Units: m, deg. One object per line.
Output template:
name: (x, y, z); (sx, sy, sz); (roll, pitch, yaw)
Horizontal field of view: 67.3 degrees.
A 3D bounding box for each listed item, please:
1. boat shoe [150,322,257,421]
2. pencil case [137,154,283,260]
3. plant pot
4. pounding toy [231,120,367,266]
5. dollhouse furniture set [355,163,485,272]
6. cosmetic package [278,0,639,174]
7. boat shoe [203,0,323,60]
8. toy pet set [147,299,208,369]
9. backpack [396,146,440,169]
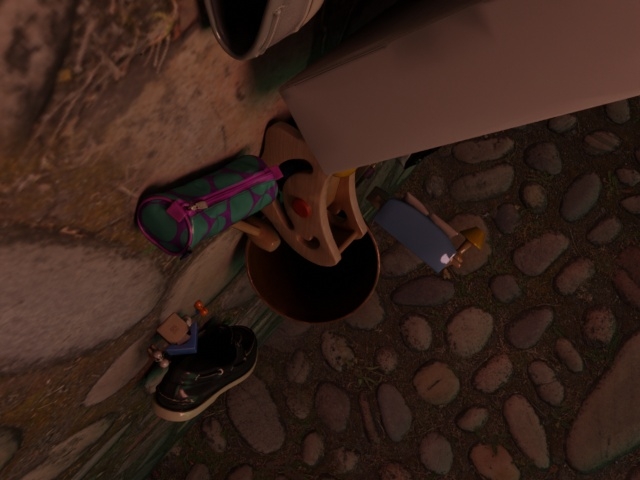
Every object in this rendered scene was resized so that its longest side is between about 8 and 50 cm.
boat shoe: (-0.213, 0.226, 0.977); (0.340, 0.127, 0.113); (-25, 131, -66)
pencil case: (-0.107, -0.039, 0.490); (0.070, 0.064, 0.152); (-24, -170, 38)
plant pot: (0.000, 0.000, 0.864); (0.215, 0.215, 0.230); (-52, -174, 20)
pounding toy: (-0.028, -0.035, 0.619); (0.155, 0.154, 0.269); (-45, 170, -32)
dollhouse furniture set: (0.185, -0.110, 0.887); (0.198, 0.303, 0.286); (-50, 172, 12)
cosmetic package: (0.178, -0.215, 0.439); (0.285, 0.097, 0.377); (-10, -150, 43)
boat shoe: (-0.032, -0.169, 0.238); (0.081, 0.079, 0.227); (-52, 176, -14)
toy pet set: (-0.221, 0.160, 0.796); (0.122, 0.065, 0.114); (-46, 172, -24)
backpack: (0.226, -0.256, 1.115); (0.152, 0.115, 0.182); (-30, 164, -33)
